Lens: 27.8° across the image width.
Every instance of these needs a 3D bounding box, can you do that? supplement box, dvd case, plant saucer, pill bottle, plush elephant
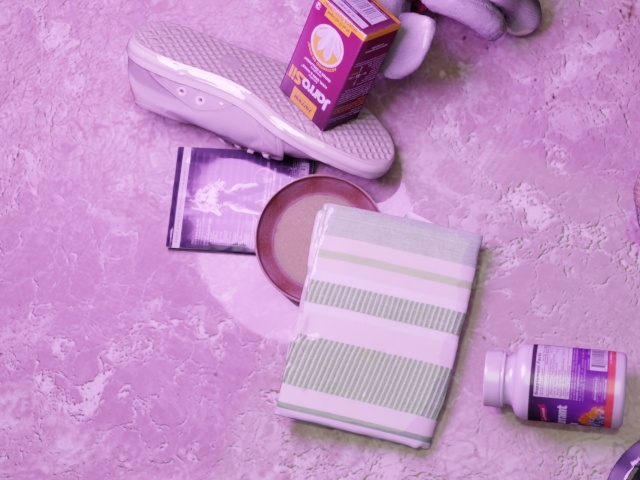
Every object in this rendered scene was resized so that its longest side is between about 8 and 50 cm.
[{"bbox_3d":[0.026,-0.266,1.869,0.081,0.188,0.104,-26,64,-40],"label":"supplement box"},{"bbox_3d":[-0.124,-0.060,2.009,0.221,0.018,0.164,4,79,11],"label":"dvd case"},{"bbox_3d":[0.000,0.000,1.948,0.198,0.036,0.198,0,84,1],"label":"plant saucer"},{"bbox_3d":[0.328,0.201,1.814,0.193,0.108,0.108,4,78,12],"label":"pill bottle"},{"bbox_3d":[0.139,-0.390,1.923,0.255,0.330,0.272,-25,86,26],"label":"plush elephant"}]

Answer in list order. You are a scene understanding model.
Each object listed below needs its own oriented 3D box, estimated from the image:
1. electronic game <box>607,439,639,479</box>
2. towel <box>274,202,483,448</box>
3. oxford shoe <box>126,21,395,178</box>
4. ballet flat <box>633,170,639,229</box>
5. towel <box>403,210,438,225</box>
[{"bbox_3d":[0.503,0.371,1.771,0.229,0.048,0.229,-1,78,7],"label":"electronic game"},{"bbox_3d":[0.082,0.123,1.892,0.248,0.038,0.325,13,82,5],"label":"towel"},{"bbox_3d":[-0.097,-0.196,1.988,0.449,0.169,0.130,23,126,8],"label":"oxford shoe"},{"bbox_3d":[0.677,-0.031,1.775,0.483,0.182,0.164,2,44,14],"label":"ballet flat"},{"bbox_3d":[0.143,0.045,1.934,0.113,0.023,0.152,27,85,18],"label":"towel"}]
